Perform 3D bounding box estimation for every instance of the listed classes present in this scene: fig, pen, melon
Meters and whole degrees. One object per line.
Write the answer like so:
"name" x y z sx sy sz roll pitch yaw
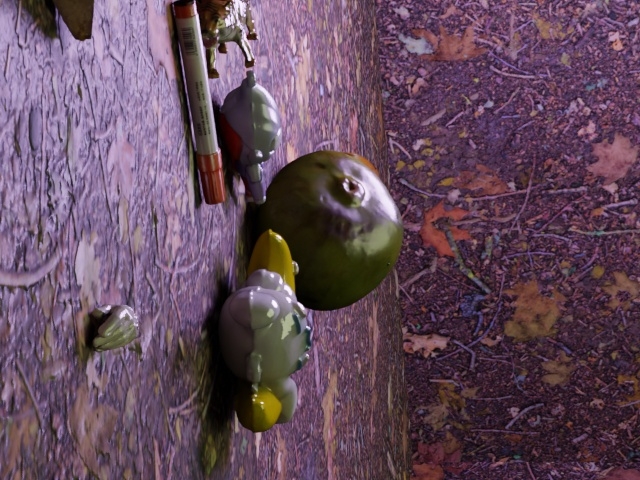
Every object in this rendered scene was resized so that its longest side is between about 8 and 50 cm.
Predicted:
"fig" 0.000 0.000 1.844 0.225 0.203 0.203 115 -14 -48
"pen" -0.131 -0.148 1.477 0.028 0.028 0.239 -75 161 -60
"melon" -0.186 -0.262 1.083 0.098 0.054 0.182 83 9 -66

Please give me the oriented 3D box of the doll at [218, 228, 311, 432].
"doll" -0.064 0.114 1.599 0.237 0.111 0.252 -76 171 -56

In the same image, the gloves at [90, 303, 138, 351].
"gloves" -0.176 0.070 1.156 0.044 0.037 0.081 50 24 -9

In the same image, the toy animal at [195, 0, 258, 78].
"toy animal" -0.104 -0.254 1.566 0.241 0.057 0.099 -77 163 -63

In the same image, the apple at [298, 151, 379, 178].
"apple" 0.012 -0.054 1.999 0.163 0.146 0.147 -121 -150 -76

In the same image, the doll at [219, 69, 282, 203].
"doll" -0.085 -0.129 1.637 0.227 0.075 0.102 95 -17 -54
